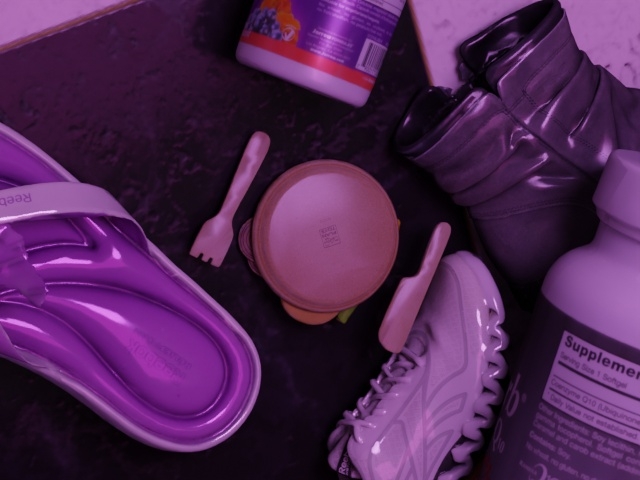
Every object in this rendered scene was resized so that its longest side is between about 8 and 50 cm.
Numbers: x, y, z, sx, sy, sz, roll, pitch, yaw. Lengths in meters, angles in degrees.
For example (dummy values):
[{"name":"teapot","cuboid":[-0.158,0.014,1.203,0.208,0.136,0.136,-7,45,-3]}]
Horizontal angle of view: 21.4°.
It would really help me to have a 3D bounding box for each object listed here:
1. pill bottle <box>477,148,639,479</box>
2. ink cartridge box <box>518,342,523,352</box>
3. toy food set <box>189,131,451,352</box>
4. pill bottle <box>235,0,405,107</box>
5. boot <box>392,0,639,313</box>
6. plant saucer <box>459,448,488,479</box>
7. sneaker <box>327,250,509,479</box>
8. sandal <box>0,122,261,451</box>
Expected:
[{"name":"pill bottle","cuboid":[0.251,0.127,1.311,0.210,0.210,0.363,11,103,-26]},{"name":"ink cartridge box","cuboid":[0.322,0.101,1.501,0.235,0.088,0.193,41,86,-26]},{"name":"toy food set","cuboid":[0.000,0.000,1.361,0.192,0.038,0.132,27,84,-15]},{"name":"pill bottle","cuboid":[0.017,-0.207,1.274,0.108,0.108,0.193,19,94,-27]},{"name":"boot","cuboid":[0.242,-0.115,1.396,0.338,0.118,0.222,-41,113,-11]},{"name":"plant saucer","cuboid":[0.194,0.245,1.489,0.200,0.037,0.200,-6,113,-14]},{"name":"sneaker","cuboid":[0.074,0.148,1.395,0.118,0.110,0.292,11,97,-17]},{"name":"sandal","cuboid":[-0.200,0.021,1.223,0.416,0.102,0.169,30,78,-27]}]
